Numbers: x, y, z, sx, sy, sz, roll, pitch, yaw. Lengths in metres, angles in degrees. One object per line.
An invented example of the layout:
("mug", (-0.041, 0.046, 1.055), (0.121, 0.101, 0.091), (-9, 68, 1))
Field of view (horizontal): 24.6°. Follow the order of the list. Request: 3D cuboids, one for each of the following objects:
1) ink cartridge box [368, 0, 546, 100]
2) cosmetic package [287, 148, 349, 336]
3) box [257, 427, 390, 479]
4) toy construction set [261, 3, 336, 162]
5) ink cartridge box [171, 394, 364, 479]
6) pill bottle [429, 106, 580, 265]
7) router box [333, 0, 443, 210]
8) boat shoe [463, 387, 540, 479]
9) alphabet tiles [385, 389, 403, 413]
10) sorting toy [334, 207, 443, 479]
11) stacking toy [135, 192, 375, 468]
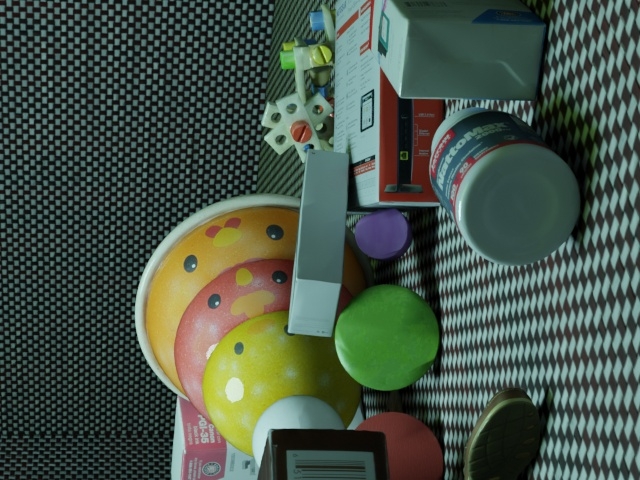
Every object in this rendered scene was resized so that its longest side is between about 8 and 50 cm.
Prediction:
("ink cartridge box", (0.124, -0.206, 1.444), (0.231, 0.134, 0.078), (-108, 20, -67))
("cosmetic package", (0.000, 0.000, 1.840), (0.239, 0.060, 0.099), (-86, 1, -46))
("box", (-0.016, 0.388, 1.679), (0.381, 0.143, 0.191), (101, 169, -51))
("toy construction set", (0.006, -0.196, 2.181), (0.328, 0.151, 0.215), (-79, -13, -60))
("ink cartridge box", (-0.081, 0.332, 2.257), (0.117, 0.283, 0.207), (-103, 16, -45))
("pill bottle", (0.155, -0.057, 1.307), (0.180, 0.108, 0.108), (-113, 25, -69))
("router box", (0.082, -0.187, 1.892), (0.335, 0.082, 0.301), (176, 95, -81))
("boat shoe", (0.162, 0.194, 1.381), (0.178, 0.064, 0.060), (96, 168, -45))
("alphabet tiles", (0.101, 0.337, 1.958), (0.237, 0.009, 0.198), (-99, 13, -50))
("sorting toy", (0.094, 0.147, 1.798), (0.126, 0.127, 0.365), (28, -122, -74))
("stacking toy", (-0.047, 0.172, 1.937), (0.480, 0.350, 0.351), (-120, 31, -63))
